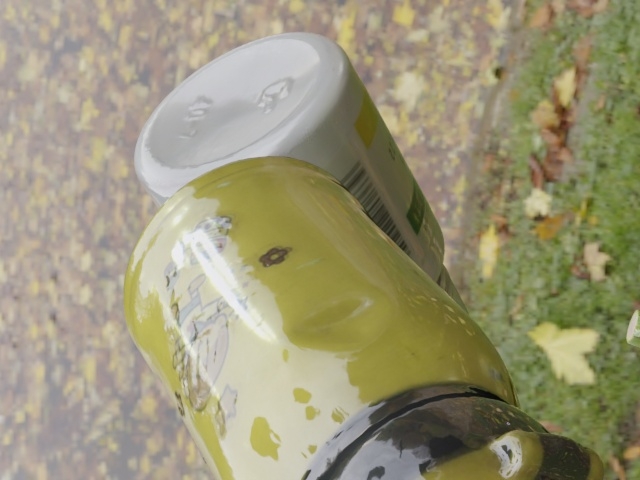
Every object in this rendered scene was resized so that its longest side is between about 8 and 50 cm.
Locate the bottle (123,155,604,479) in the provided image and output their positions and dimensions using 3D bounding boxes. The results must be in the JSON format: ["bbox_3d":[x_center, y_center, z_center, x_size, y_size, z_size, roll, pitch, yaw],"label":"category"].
[{"bbox_3d":[0.017,0.097,0.661,0.351,0.171,0.172,50,124,54],"label":"bottle"}]

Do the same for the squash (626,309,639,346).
[{"bbox_3d":[0.274,0.076,0.916,0.027,0.083,0.027,15,-90,-86],"label":"squash"}]

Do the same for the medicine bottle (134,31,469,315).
[{"bbox_3d":[0.000,0.000,1.124,0.208,0.340,0.208,-20,37,16],"label":"medicine bottle"}]
